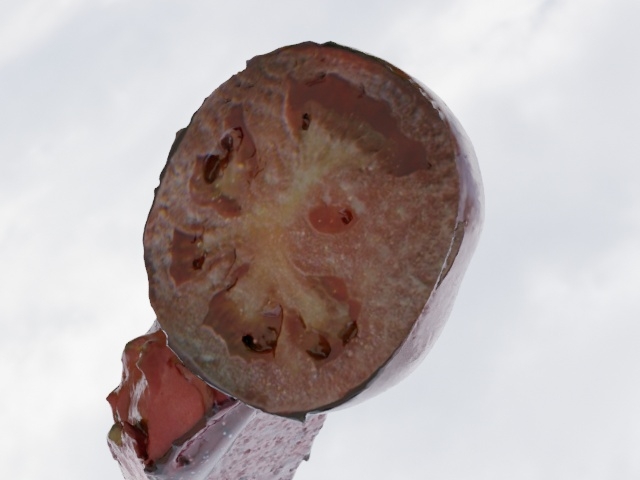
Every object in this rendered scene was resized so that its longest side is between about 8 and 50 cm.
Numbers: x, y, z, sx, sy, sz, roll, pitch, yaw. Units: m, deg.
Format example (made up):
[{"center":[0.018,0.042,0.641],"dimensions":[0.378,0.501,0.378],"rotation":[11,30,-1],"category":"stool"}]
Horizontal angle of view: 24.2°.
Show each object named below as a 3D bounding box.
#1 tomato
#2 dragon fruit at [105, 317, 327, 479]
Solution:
[{"center":[0.001,-0.001,0.883],"dimensions":[0.225,0.085,0.225],"rotation":[-7,-104,28],"category":"tomato"},{"center":[-0.068,0.099,1.035],"dimensions":[0.163,0.262,0.189],"rotation":[4,-130,-14],"category":"dragon fruit"}]
